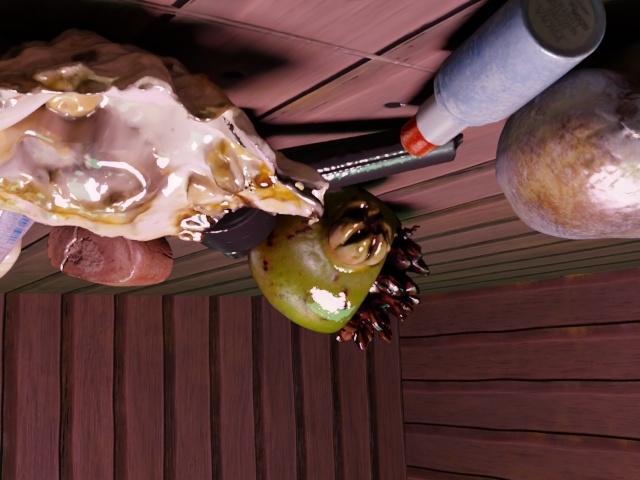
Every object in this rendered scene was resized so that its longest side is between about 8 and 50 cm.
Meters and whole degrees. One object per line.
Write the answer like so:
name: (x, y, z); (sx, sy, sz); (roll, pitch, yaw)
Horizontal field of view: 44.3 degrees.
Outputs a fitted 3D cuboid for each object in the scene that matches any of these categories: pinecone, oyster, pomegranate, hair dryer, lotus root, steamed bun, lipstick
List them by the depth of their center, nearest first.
oyster: (-0.165, -0.080, 0.570); (0.354, 0.107, 0.201); (13, 155, -32)
lipstick: (0.117, -0.114, 0.603); (0.068, 0.061, 0.274); (-12, 174, -14)
lotus root: (0.225, -0.065, 0.651); (0.158, 0.140, 0.322); (-26, 178, -2)
hair dryer: (-0.005, -0.064, 0.826); (0.302, 0.116, 0.244); (-9, 174, 0)
pomegranate: (-0.008, 0.011, 0.968); (0.159, 0.190, 0.241); (29, -171, -13)
pinecone: (0.065, 0.043, 1.202); (0.221, 0.221, 0.221); (-2, 171, 0)
steamed bun: (-0.319, 0.012, 1.215); (0.175, 0.106, 0.145); (9, -179, 21)

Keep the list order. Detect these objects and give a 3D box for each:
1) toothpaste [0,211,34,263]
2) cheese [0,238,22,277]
toothpaste: (-0.358, -0.002, 0.849); (0.234, 0.057, 0.089); (-47, 164, 3)
cheese: (-0.520, -0.009, 0.945); (0.265, 0.124, 0.242); (4, 173, -33)
